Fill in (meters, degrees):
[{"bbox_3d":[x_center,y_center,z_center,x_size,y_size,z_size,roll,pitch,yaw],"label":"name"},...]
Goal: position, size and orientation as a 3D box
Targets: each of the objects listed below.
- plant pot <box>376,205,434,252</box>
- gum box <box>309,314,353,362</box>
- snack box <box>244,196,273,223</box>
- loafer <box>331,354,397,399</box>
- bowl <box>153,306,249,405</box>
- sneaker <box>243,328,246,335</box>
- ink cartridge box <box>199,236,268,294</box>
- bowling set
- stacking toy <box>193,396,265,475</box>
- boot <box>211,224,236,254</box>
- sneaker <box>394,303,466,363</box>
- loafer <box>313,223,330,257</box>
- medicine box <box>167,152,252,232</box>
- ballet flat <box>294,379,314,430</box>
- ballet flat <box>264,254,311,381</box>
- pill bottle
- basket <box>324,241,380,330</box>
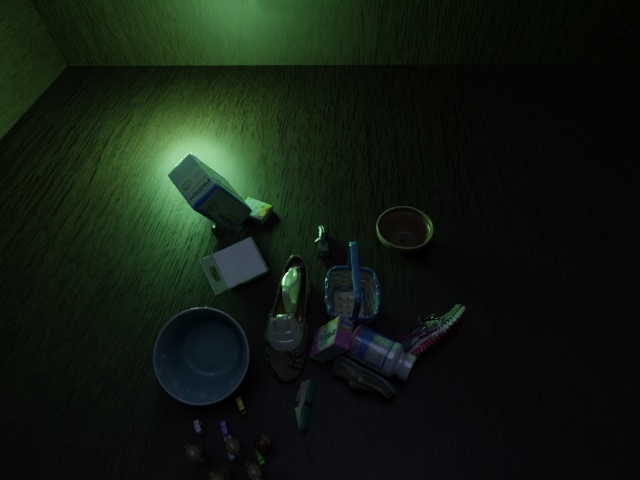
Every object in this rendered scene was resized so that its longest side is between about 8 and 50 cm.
[{"bbox_3d":[0.358,-0.025,1.734,0.237,0.110,0.237,-2,51,3],"label":"plant pot"},{"bbox_3d":[0.035,0.351,1.419,0.062,0.188,0.107,28,50,-16],"label":"gum box"},{"bbox_3d":[-0.310,-0.142,1.917,0.141,0.037,0.100,21,55,19],"label":"snack box"},{"bbox_3d":[0.143,0.475,1.378,0.251,0.094,0.087,22,80,31],"label":"loafer"},{"bbox_3d":[-0.388,0.380,1.387,0.311,0.163,0.311,0,85,-2],"label":"bowl"},{"bbox_3d":[-0.357,0.361,1.519,0.161,0.057,0.075,-1,36,4],"label":"sneaker"},{"bbox_3d":[-0.354,0.107,1.676,0.235,0.056,0.171,-26,76,-12],"label":"ink cartridge box"},{"bbox_3d":[-0.238,0.637,1.175,0.287,0.154,0.200,39,68,11],"label":"bowling set"},{"bbox_3d":[-0.294,0.638,1.290,0.167,0.052,0.221,-23,54,-13],"label":"stacking toy"},{"bbox_3d":[-0.444,0.019,1.771,0.106,0.082,0.219,-35,59,-25],"label":"boot"},{"bbox_3d":[0.404,0.314,1.456,0.299,0.121,0.112,-30,54,-18],"label":"sneaker"},{"bbox_3d":[0.000,0.000,1.771,0.061,0.062,0.170,-11,50,2],"label":"loafer"},{"bbox_3d":[-0.493,-0.212,1.820,0.149,0.263,0.289,-47,58,3],"label":"medicine box"},{"bbox_3d":[-0.058,0.550,1.353,0.052,0.057,0.168,-13,42,29],"label":"ballet flat"},{"bbox_3d":[-0.120,0.257,1.497,0.164,0.182,0.483,3,52,5],"label":"ballet flat"},{"bbox_3d":[0.208,0.387,1.377,0.221,0.124,0.124,24,57,23],"label":"pill bottle"},{"bbox_3d":[0.116,0.179,1.473,0.201,0.289,0.255,-1,53,3],"label":"basket"}]
